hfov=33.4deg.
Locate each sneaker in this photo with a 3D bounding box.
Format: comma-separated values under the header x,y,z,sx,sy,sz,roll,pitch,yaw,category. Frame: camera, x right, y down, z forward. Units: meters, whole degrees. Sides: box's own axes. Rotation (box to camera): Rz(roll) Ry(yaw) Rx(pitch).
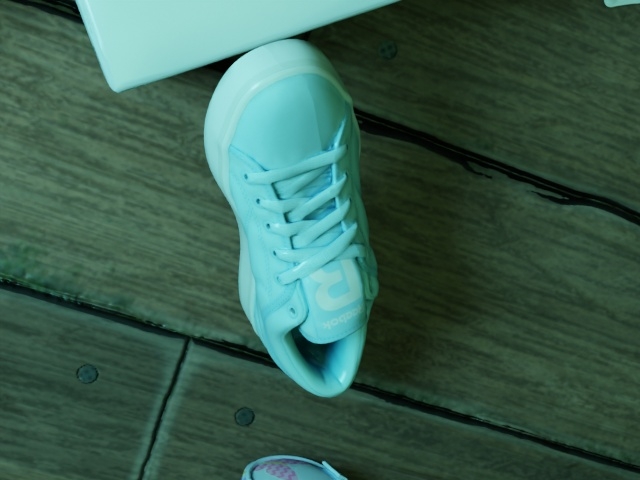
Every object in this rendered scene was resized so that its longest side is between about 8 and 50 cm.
x,y,z,sx,sy,sz,roll,pitch,yaw,category
0.000,0.000,0.910,0.135,0.150,0.366,-26,143,-15,sneaker

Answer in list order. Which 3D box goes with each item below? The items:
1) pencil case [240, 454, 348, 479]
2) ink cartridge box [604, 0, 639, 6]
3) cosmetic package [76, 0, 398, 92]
x,y,z,sx,sy,sz,roll,pitch,yaw,category
-0.047,0.361,1.098,0.124,0.113,0.273,6,103,-23,pencil case
0.330,-0.327,1.019,0.115,0.067,0.198,-10,107,-10,ink cartridge box
-0.020,-0.258,0.888,0.385,0.217,0.156,-19,106,-9,cosmetic package
